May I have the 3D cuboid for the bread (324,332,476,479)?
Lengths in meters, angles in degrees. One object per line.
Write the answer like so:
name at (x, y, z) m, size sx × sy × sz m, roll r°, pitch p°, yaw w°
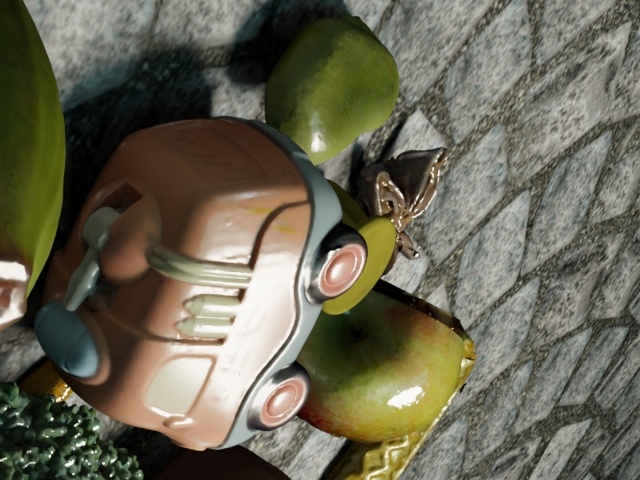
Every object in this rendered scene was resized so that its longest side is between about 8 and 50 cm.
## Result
bread at (0.082, 0.270, 2.067) m, size 0.077 × 0.084 × 0.367 m, roll 36°, pitch 86°, yaw -22°

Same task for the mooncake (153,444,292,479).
mooncake at (-0.153, 0.379, 1.629) m, size 0.326 × 0.174 × 0.334 m, roll -48°, pitch 167°, yaw -43°

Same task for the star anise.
star anise at (0.052, -0.014, 1.694) m, size 0.172 × 0.063 × 0.208 m, roll -32°, pitch 153°, yaw -28°

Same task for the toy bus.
toy bus at (-0.116, 0.036, 1.318) m, size 0.232 × 0.194 × 0.287 m, roll 0°, pitch 122°, yaw -51°

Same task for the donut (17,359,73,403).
donut at (-0.237, 0.141, 1.398) m, size 0.083 × 0.038 × 0.067 m, roll -39°, pitch 147°, yaw -27°

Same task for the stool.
stool at (0.000, 0.000, 1.557) m, size 0.135 × 0.110 × 0.134 m, roll -39°, pitch 151°, yaw -32°

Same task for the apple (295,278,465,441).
apple at (0.053, 0.132, 1.692) m, size 0.207 × 0.173 × 0.188 m, roll -14°, pitch 155°, yaw -3°

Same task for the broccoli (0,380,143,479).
broccoli at (-0.280, 0.259, 1.201) m, size 0.317 × 0.338 × 0.277 m, roll -29°, pitch 120°, yaw -5°

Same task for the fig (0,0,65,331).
fig at (-0.263, -0.043, 0.811) m, size 0.316 × 0.316 × 0.316 m, roll -41°, pitch 151°, yaw -28°

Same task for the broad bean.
broad bean at (0.013, -0.138, 1.415) m, size 0.174 × 0.082 × 0.124 m, roll -35°, pitch 123°, yaw -61°
